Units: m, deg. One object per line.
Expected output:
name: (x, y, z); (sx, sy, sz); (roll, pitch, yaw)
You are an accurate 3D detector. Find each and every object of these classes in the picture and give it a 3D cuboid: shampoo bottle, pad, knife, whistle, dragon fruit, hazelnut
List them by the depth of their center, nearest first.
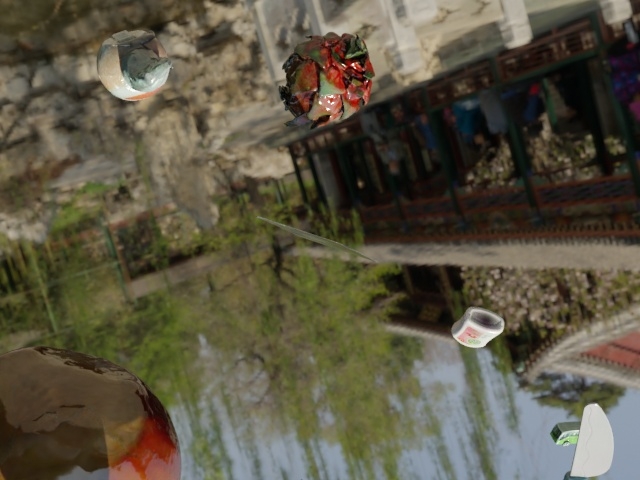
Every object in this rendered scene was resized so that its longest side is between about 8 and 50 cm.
knife: (0.345, 0.295, 1.119); (0.058, 0.244, 0.032); (8, -142, 6)
hazelnut: (-0.393, 0.334, 1.311); (0.365, 0.366, 0.366); (-16, -175, 1)
pad: (0.000, 0.000, 1.504); (0.163, 0.004, 0.243); (19, 178, 19)
shampoo bottle: (0.278, 0.159, 1.545); (0.072, 0.043, 0.099); (20, 152, -3)
dragon fruit: (0.010, -0.310, 1.646); (0.188, 0.182, 0.182); (-6, -174, 6)
whistle: (-0.443, -0.417, 2.130); (0.189, 0.189, 0.348); (-18, -154, -22)

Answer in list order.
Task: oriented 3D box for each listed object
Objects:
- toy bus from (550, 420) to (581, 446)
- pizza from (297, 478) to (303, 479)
toy bus: (0.443, 0.333, 1.491); (0.083, 0.037, 0.031); (1, -145, -17)
pizza: (-0.057, 0.382, 1.198); (0.099, 0.160, 0.035); (-38, -124, -24)
